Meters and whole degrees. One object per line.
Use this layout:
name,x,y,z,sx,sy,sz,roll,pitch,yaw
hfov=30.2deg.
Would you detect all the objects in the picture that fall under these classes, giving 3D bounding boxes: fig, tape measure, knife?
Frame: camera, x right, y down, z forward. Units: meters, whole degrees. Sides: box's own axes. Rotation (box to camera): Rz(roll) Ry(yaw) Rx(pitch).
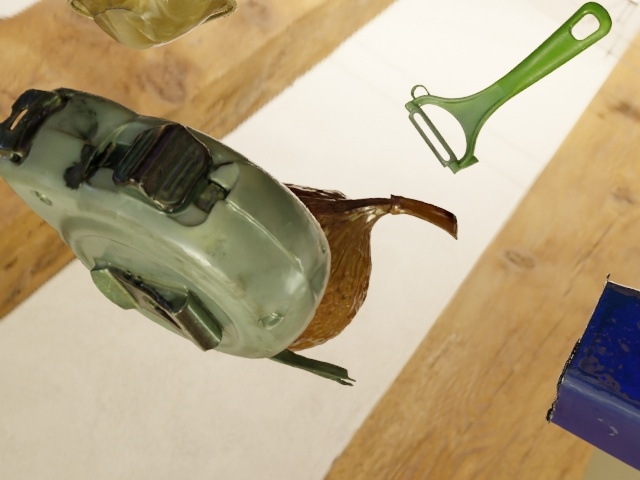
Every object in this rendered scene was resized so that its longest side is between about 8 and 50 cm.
fig,0.000,0.000,0.894,0.146,0.201,0.133,-12,-107,-48
tape measure,-0.039,0.046,0.665,0.164,0.330,0.084,21,-112,40
knife,0.146,-0.125,0.900,0.078,0.166,0.022,55,-173,9

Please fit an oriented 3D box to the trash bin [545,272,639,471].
trash bin,0.321,0.149,1.010,0.235,0.162,0.184,24,-115,16

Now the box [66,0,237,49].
box,-0.148,-0.222,1.048,0.111,0.177,0.111,1,-91,-35
